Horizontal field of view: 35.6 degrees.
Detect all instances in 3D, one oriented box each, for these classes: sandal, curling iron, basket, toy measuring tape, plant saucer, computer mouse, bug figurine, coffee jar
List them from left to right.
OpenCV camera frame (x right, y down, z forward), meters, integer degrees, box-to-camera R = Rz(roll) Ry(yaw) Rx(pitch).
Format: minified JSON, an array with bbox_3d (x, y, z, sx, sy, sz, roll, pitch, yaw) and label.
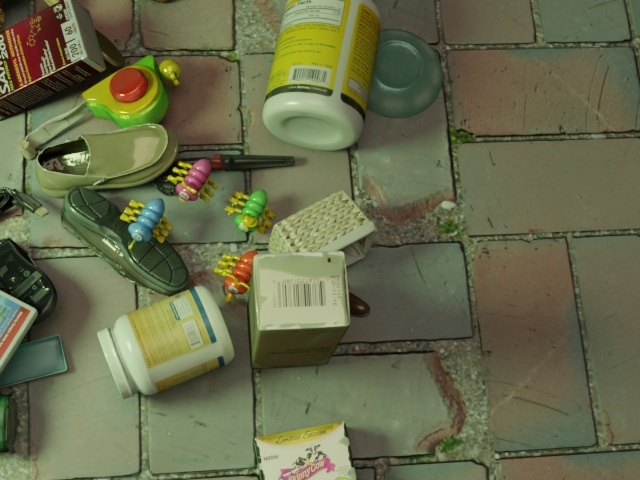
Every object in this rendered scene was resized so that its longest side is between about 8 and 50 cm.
[{"bbox_3d":[-0.600,0.301,1.640,0.184,0.079,0.096,0,83,-5],"label":"coffee jar"},{"bbox_3d":[-0.535,0.217,1.708,0.192,0.018,0.067,-15,74,-9],"label":"plant saucer"},{"bbox_3d":[-0.527,0.027,1.751,0.262,0.060,0.184,37,76,19],"label":"computer mouse"},{"bbox_3d":[-0.467,-0.382,1.891,0.079,0.088,0.240,-47,74,15],"label":"sandal"},{"bbox_3d":[-0.388,-0.223,1.817,0.330,0.121,0.121,-34,78,-7],"label":"toy measuring tape"},{"bbox_3d":[-0.199,-0.029,1.761,0.279,0.072,0.216,29,66,-10],"label":"bug figurine"},{"bbox_3d":[-0.183,-0.131,1.846,0.274,0.035,0.068,-9,89,-11],"label":"curling iron"},{"bbox_3d":[0.000,0.000,1.771,0.167,0.113,0.103,-27,70,-22],"label":"basket"},{"bbox_3d":[0.147,-0.335,1.940,0.195,0.037,0.195,2,73,-5],"label":"plant saucer"}]

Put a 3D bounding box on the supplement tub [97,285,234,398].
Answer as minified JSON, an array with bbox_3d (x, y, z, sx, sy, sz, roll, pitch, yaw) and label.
[{"bbox_3d":[-0.260,0.173,1.680,0.199,0.144,0.144,-21,75,-12],"label":"supplement tub"}]

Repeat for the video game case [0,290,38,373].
[{"bbox_3d":[-0.641,0.138,1.636,0.285,0.025,0.204,27,70,4],"label":"video game case"}]

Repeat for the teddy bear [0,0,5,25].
[{"bbox_3d":[-0.691,-0.423,1.827,0.338,0.113,0.245,-40,46,-10],"label":"teddy bear"}]

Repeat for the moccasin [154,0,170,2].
[{"bbox_3d":[-0.449,-0.560,1.898,0.380,0.147,0.139,21,71,2],"label":"moccasin"}]

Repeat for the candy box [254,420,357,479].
[{"bbox_3d":[-0.014,0.432,1.659,0.159,0.071,0.233,-10,73,-8],"label":"candy box"}]

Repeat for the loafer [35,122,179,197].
[{"bbox_3d":[-0.385,-0.145,1.776,0.268,0.092,0.102,-17,70,2],"label":"loafer"}]

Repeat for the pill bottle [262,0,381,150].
[{"bbox_3d":[0.011,-0.352,1.853,0.188,0.188,0.334,12,71,-2],"label":"pill bottle"}]

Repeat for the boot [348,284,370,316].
[{"bbox_3d":[0.045,0.092,1.750,0.106,0.114,0.037,24,71,2],"label":"boot"}]

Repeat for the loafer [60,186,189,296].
[{"bbox_3d":[-0.349,0.013,1.771,0.267,0.084,0.096,39,42,4],"label":"loafer"}]

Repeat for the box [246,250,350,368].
[{"bbox_3d":[-0.043,0.120,1.630,0.148,0.311,0.121,-3,72,-6],"label":"box"}]

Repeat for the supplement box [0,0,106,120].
[{"bbox_3d":[-0.522,-0.328,1.811,0.239,0.073,0.130,-23,74,14],"label":"supplement box"}]
